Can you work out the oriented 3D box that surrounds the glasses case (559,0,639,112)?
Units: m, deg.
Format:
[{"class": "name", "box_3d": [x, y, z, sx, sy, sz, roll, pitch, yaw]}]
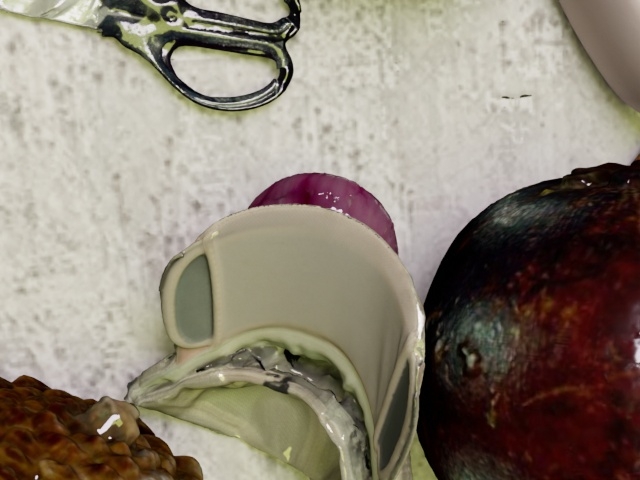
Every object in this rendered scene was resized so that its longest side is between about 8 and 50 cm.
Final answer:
[{"class": "glasses case", "box_3d": [0.204, -0.220, 0.724, 0.075, 0.113, 0.297, -33, 106, -6]}]

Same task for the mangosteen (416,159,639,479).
[{"class": "mangosteen", "box_3d": [0.207, 0.101, 0.672, 0.330, 0.330, 0.330, -3, 100, -15]}]

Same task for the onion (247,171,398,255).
[{"class": "onion", "box_3d": [0.000, 0.000, 0.719, 0.115, 0.104, 0.115, 2, 134, 2]}]

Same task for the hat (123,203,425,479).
[{"class": "hat", "box_3d": [-0.005, 0.081, 0.672, 0.219, 0.164, 0.226, 31, 107, 22]}]

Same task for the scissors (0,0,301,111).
[{"class": "scissors", "box_3d": [-0.160, -0.160, 0.682, 0.299, 0.022, 0.109, 8, 93, -16]}]

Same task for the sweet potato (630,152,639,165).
[{"class": "sweet potato", "box_3d": [0.312, -0.085, 0.805, 0.068, 0.068, 0.226, 42, 95, -17]}]

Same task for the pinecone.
[{"class": "pinecone", "box_3d": [-0.185, 0.218, 0.623, 0.264, 0.264, 0.264, -3, 100, -15]}]
